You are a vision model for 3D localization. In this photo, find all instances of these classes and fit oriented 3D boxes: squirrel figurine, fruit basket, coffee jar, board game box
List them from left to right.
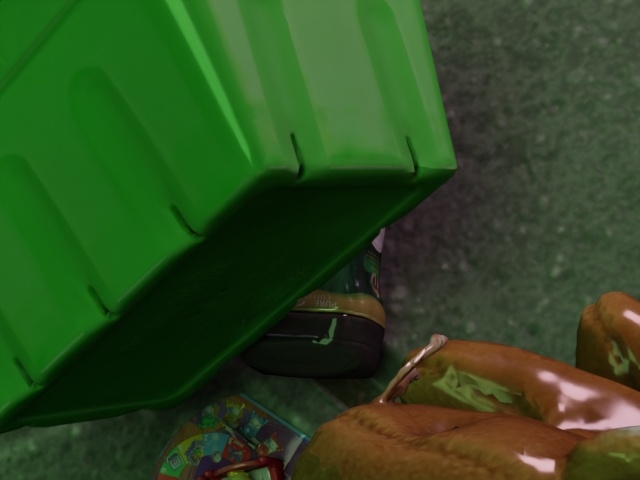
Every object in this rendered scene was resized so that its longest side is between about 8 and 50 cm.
[{"bbox_3d":[-0.123,-0.112,0.959,0.392,0.283,0.392,2,93,42],"label":"fruit basket"},{"bbox_3d":[-0.051,0.182,1.024,0.169,0.033,0.133,31,88,27],"label":"board game box"},{"bbox_3d":[0.000,0.000,1.029,0.096,0.079,0.184,1,75,19],"label":"coffee jar"},{"bbox_3d":[0.166,0.194,0.744,0.397,0.370,0.281,39,91,26],"label":"squirrel figurine"}]
